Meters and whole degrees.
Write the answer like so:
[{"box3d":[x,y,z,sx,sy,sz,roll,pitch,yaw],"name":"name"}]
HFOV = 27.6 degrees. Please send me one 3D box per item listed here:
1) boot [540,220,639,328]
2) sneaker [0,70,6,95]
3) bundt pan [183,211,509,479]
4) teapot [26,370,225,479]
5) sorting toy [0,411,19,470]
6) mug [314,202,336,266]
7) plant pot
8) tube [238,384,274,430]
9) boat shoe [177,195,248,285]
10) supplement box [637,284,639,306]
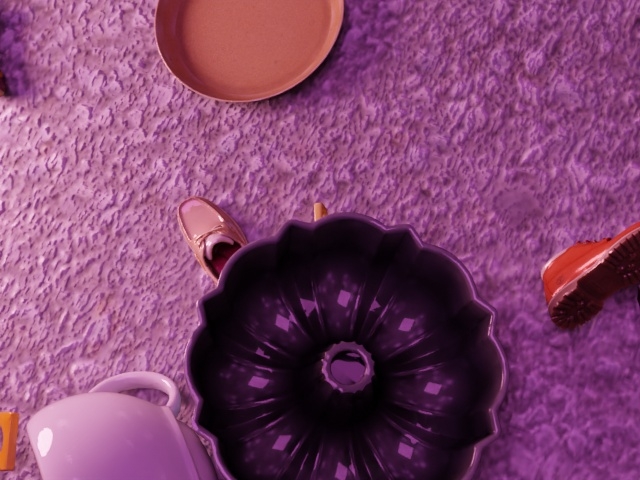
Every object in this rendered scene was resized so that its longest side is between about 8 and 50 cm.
[{"box3d":[0.298,0.016,1.376,0.158,0.059,0.084,-38,30,19],"name":"boot"},{"box3d":[-0.436,-0.262,1.635,0.084,0.069,0.185,-41,70,2],"name":"sneaker"},{"box3d":[0.021,0.145,1.354,0.331,0.124,0.330,2,72,-6],"name":"bundt pan"},{"box3d":[-0.185,0.256,1.346,0.187,0.252,0.256,-19,83,-15],"name":"teapot"},{"box3d":[-0.343,0.356,1.386,0.196,0.047,0.347,7,86,49],"name":"sorting toy"},{"box3d":[-0.002,0.004,1.462,0.062,0.064,0.078,-37,69,-1],"name":"mug"},{"box3d":[-0.085,-0.271,1.586,0.236,0.032,0.236,-4,72,11],"name":"plant pot"},{"box3d":[-0.051,0.155,1.437,0.080,0.052,0.207,22,73,7],"name":"tube"},{"box3d":[-0.111,0.010,1.485,0.063,0.059,0.170,-38,69,-2],"name":"boat shoe"},{"box3d":[0.381,0.058,1.372,0.083,0.055,0.043,-21,69,3],"name":"supplement box"}]
